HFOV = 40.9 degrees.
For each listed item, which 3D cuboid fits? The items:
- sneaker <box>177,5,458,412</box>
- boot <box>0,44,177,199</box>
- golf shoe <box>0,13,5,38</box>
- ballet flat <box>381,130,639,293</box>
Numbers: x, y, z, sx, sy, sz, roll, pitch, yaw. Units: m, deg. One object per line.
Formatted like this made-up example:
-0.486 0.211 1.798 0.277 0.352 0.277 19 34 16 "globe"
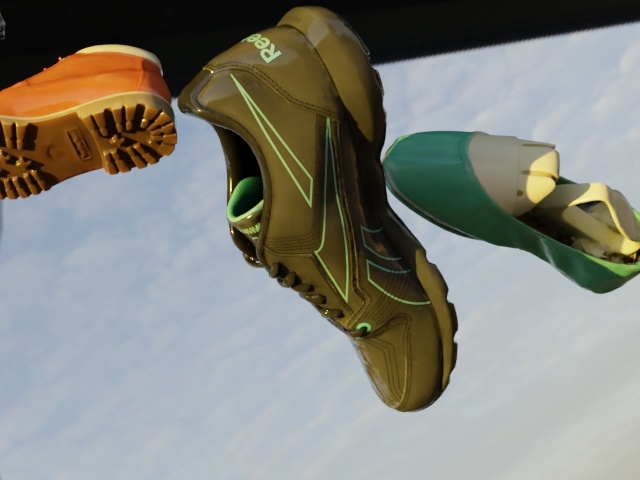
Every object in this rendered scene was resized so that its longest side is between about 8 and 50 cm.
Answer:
0.000 0.000 0.525 0.106 0.101 0.267 -30 -70 -24 "sneaker"
-0.167 -0.076 0.520 0.157 0.085 0.059 -10 -43 -4 "boot"
-0.303 -0.225 0.631 0.077 0.094 0.198 -8 -19 2 "golf shoe"
0.162 -0.032 0.637 0.247 0.083 0.087 23 -38 -28 "ballet flat"
